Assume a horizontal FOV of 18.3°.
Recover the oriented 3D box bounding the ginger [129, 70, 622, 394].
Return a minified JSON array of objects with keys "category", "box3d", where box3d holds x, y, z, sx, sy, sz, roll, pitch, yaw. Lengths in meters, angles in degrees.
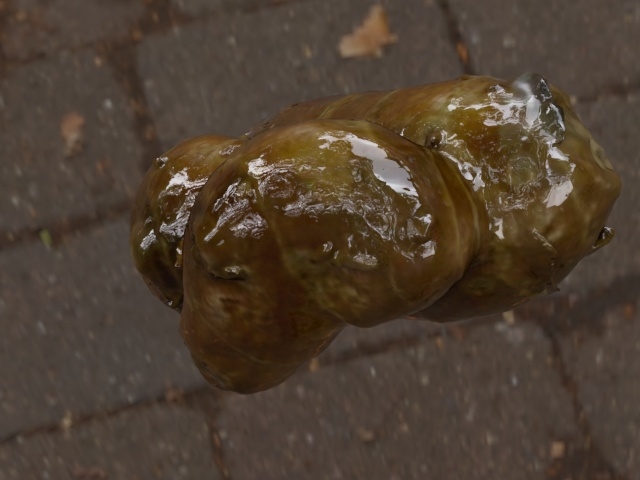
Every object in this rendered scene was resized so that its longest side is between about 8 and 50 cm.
[{"category":"ginger","box3d":[0.000,0.000,0.552,0.103,0.073,0.162,-19,9,-32]}]
